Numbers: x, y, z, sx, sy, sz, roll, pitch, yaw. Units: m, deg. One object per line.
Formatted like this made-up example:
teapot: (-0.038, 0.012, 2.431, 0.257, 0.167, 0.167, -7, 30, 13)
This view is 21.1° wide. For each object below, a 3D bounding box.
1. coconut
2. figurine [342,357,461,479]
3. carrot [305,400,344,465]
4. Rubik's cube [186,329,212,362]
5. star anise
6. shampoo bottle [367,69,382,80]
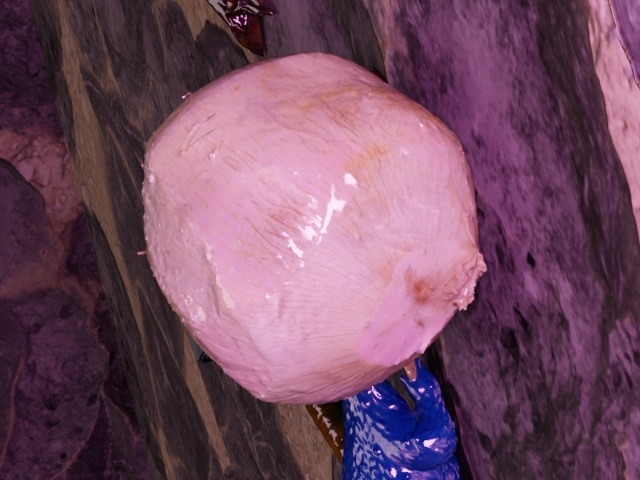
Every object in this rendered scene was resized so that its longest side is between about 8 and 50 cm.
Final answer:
coconut: (0.000, 0.000, 1.477, 0.254, 0.297, 0.297, 50, 154, 35)
figurine: (0.069, 0.211, 1.729, 0.262, 0.121, 0.164, 63, 154, 4)
carrot: (0.013, 0.190, 2.045, 0.066, 0.066, 0.314, 98, 149, -56)
Rubik's cube: (-0.072, 0.023, 1.940, 0.183, 0.180, 0.167, 114, 138, -70)
star anise: (-0.116, -0.290, 1.937, 0.212, 0.053, 0.157, 50, 169, -24)
shampoo bottle: (0.026, -0.035, 1.692, 0.064, 0.102, 0.260, 23, 134, 33)
